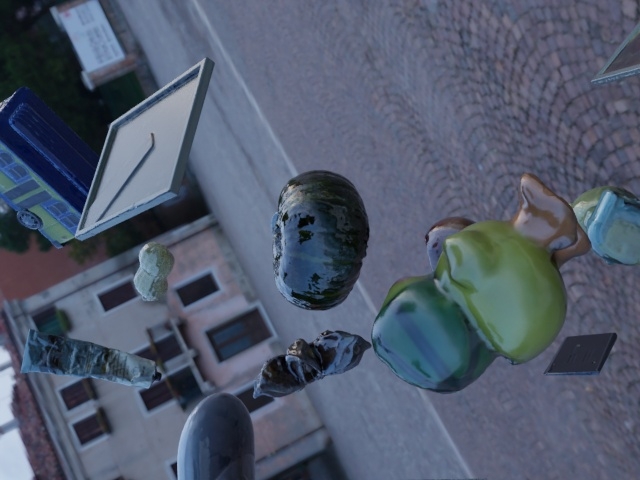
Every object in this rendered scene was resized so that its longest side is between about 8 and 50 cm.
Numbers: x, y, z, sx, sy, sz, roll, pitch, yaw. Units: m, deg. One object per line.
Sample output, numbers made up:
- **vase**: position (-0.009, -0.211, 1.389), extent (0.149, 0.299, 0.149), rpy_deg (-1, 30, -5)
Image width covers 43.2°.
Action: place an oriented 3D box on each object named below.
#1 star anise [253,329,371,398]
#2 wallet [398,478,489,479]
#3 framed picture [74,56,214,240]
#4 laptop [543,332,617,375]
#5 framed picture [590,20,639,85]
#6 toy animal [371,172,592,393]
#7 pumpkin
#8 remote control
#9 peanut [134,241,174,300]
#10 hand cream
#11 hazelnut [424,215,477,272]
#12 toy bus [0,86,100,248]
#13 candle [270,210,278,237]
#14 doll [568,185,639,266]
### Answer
- **star anise**: position (-0.023, 0.199, 1.302), extent (0.197, 0.212, 0.073), rpy_deg (52, -167, -77)
- **wallet**: position (0.235, 0.435, 1.365), extent (0.103, 0.196, 0.020), rpy_deg (30, 109, 58)
- **framed picture**: position (-0.223, -0.107, 1.002), extent (0.016, 0.184, 0.250), rpy_deg (27, 151, -33)
- **laptop**: position (0.621, 0.270, 1.926), extent (0.135, 0.197, 0.016), rpy_deg (-9, 105, 34)
- **framed picture**: position (0.639, -0.406, 1.467), extent (0.020, 0.289, 0.211), rpy_deg (42, 175, -11)
- **toy animal**: position (0.225, 0.085, 1.100), extent (0.191, 0.338, 0.216), rpy_deg (57, -163, 26)
- **pumpkin**: position (0.000, 0.000, 1.285), extent (0.223, 0.157, 0.224), rpy_deg (-173, 90, -80)
- **remote control**: position (-0.191, 0.453, 1.518), extent (0.221, 0.103, 0.332), rpy_deg (-8, -85, -67)
- **peanut**: position (-0.364, 0.072, 1.771), extent (0.082, 0.082, 0.187), rpy_deg (58, 143, 33)
- **hand cream**: position (-0.412, 0.226, 1.472), extent (0.052, 0.247, 0.075), rpy_deg (128, 151, -55)
- **hazelnut**: position (0.280, 0.022, 1.590), extent (0.154, 0.143, 0.143), rpy_deg (54, 177, -30)
- **toy bus**: position (-0.538, -0.132, 1.559), extent (0.288, 0.175, 0.138), rpy_deg (48, -140, -31)
- **candle**: position (-0.023, -0.007, 1.876), extent (0.192, 0.068, 0.169), rpy_deg (-3, 107, 42)
- **doll**: position (0.658, -0.037, 1.810), extent (0.261, 0.177, 0.162), rpy_deg (-70, -2, -78)
